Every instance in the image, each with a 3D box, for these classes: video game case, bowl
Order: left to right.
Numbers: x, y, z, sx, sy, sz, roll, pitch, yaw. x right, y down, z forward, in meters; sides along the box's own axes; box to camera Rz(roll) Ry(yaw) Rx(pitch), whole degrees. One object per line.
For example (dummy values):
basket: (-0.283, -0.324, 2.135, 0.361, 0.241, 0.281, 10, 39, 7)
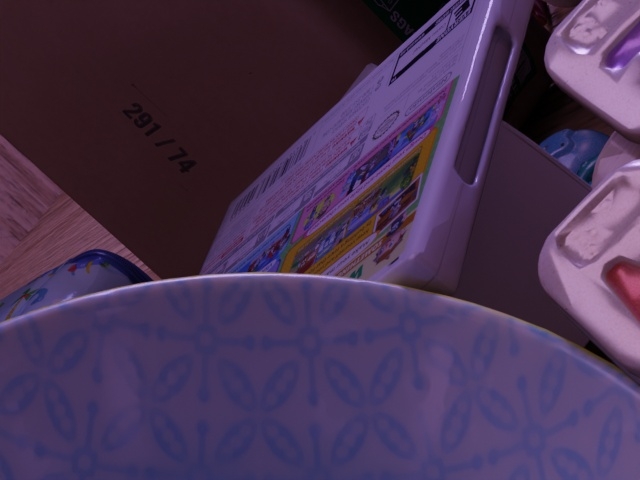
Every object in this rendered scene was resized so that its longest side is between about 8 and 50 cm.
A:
bowl: (-0.017, 0.154, 0.455, 0.289, 0.289, 0.156, -65, -21, -53)
video game case: (0.000, 0.000, 0.659, 0.212, 0.023, 0.193, -39, 21, 41)

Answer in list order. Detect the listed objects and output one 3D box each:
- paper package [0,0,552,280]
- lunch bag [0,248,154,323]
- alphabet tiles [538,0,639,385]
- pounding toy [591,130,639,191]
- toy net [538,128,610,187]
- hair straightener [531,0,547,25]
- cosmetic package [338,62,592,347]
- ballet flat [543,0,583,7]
paper package: (-0.055, -0.124, 1.091, 0.309, 0.325, 0.168, -34, 17, 47)
lunch bag: (-0.153, 0.110, 1.042, 0.219, 0.176, 0.090, -29, 16, 47)
alphabet tiles: (0.197, -0.054, 0.455, 0.284, 0.021, 0.278, -46, 45, 2)
pounding toy: (0.229, -0.051, 0.553, 0.154, 0.155, 0.269, 23, 77, 46)
toy net: (0.147, -0.016, 0.768, 0.122, 0.045, 0.232, -40, 16, 20)
hair straightener: (0.137, -0.187, 1.289, 0.089, 0.047, 0.230, -42, 14, 19)
cosmetic package: (-0.030, 0.100, 0.765, 0.377, 0.097, 0.284, -54, 15, 3)
ballet flat: (0.212, -0.303, 1.264, 0.139, 0.139, 0.400, -38, 17, 32)
